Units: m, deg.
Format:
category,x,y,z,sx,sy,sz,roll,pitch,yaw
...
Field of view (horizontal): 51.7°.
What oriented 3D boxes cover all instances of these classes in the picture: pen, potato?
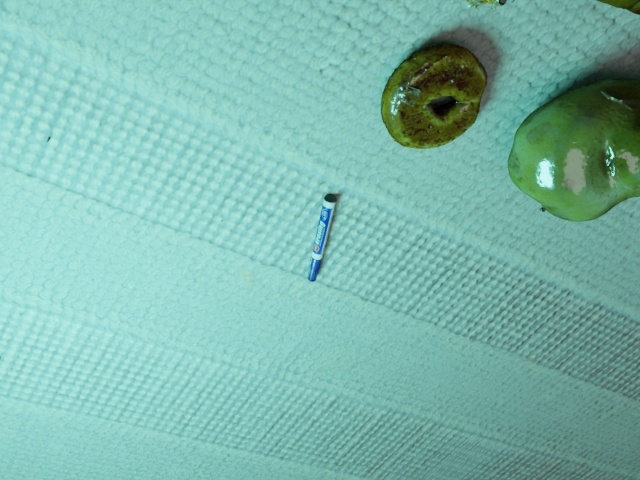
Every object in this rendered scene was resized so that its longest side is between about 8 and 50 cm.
category,x,y,z,sx,sy,sz,roll,pitch,yaw
pen,0.000,0.000,1.284,0.025,0.025,0.204,3,128,-13
potato,0.495,-0.166,1.132,0.350,0.202,0.218,-22,91,1

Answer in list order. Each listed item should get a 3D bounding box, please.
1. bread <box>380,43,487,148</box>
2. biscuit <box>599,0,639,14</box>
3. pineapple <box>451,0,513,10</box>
category,x,y,z,sx,sy,sz,roll,pitch,yaw
bread,0.186,-0.238,1.104,0.193,0.064,0.193,-10,131,-11
biscuit,0.527,-0.475,0.933,0.359,0.046,0.359,-12,145,-8
pineapple,0.206,-0.415,0.935,0.161,0.136,0.176,-43,133,-33
